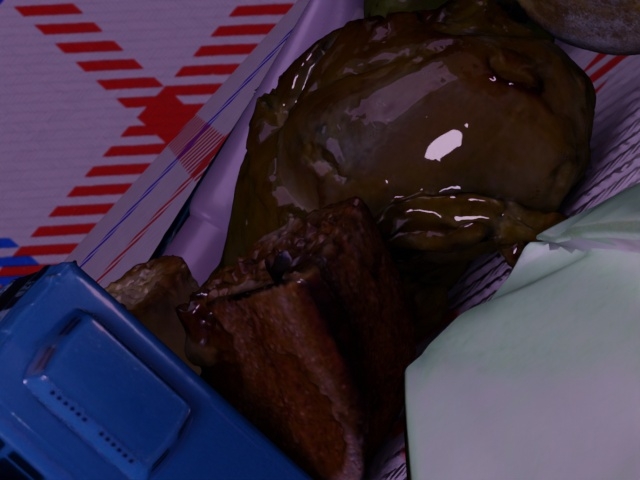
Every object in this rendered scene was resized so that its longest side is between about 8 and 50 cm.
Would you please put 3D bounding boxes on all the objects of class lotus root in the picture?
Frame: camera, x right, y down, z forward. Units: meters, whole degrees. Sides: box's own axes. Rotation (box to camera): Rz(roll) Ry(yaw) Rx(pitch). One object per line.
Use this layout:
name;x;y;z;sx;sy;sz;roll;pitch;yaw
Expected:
lotus root;0.147;-0.131;0.926;0.165;0.088;0.088;-4;39;42

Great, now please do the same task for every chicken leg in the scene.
chicken leg;0.002;-0.016;1.015;0.361;0.140;0.211;-32;26;46

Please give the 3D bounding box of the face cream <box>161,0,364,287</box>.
face cream;-0.004;-0.053;1.241;0.274;0.154;0.096;-55;32;-8

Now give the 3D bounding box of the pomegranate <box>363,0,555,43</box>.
pomegranate;0.083;-0.137;1.196;0.130;0.130;0.130;-46;10;10

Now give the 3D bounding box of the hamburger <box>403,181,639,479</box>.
hamburger;0.121;0.032;0.358;0.214;0.125;0.235;-37;17;23

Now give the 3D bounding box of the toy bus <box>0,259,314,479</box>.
toy bus;-0.083;0.097;0.802;0.106;0.184;0.090;-32;19;51

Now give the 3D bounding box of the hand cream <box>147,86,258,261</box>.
hand cream;-0.062;0.002;1.346;0.061;0.120;0.270;1;47;39

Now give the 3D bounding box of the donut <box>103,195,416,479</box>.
donut;-0.033;0.059;0.886;0.217;0.141;0.085;-11;23;46
